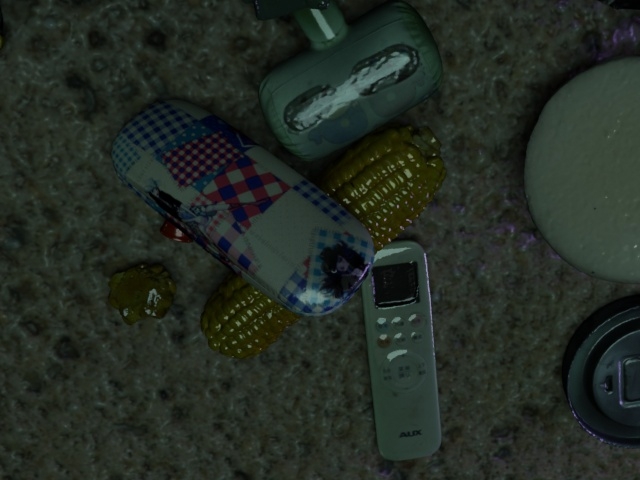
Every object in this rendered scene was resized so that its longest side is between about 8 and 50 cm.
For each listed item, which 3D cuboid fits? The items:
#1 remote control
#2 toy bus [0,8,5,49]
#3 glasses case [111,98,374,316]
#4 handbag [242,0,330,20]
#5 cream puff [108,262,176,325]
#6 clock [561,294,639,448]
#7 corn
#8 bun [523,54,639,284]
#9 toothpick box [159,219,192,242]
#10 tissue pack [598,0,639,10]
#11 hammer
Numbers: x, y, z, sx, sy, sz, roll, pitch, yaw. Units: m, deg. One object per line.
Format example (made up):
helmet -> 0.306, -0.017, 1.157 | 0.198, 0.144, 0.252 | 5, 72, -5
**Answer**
remote control -> 0.102, 0.141, 1.348 | 0.090, 0.038, 0.309 | -7, 112, -2
toy bus -> -0.437, -0.320, 1.058 | 0.145, 0.151, 0.331 | -14, 111, -2
glasses case -> -0.087, -0.042, 1.156 | 0.327, 0.076, 0.125 | 37, 66, 17
handbag -> 0.024, -0.352, 0.997 | 0.247, 0.079, 0.260 | -22, 132, -13
cream puff -> -0.213, 0.065, 1.284 | 0.083, 0.083, 0.058 | -51, 152, 3
clock -> 0.422, 0.171, 1.385 | 0.215, 0.042, 0.215 | -2, 112, -4
corn -> 0.000, 0.000, 1.239 | 0.363, 0.120, 0.120 | -43, 109, 10
bun -> 0.379, -0.079, 1.228 | 0.263, 0.175, 0.263 | 0, 89, 26
toothpick box -> -0.158, -0.044, 1.248 | 0.047, 0.047, 0.083 | 13, 109, -10
tissue pack -> 0.463, -0.338, 1.103 | 0.370, 0.198, 0.210 | 2, 107, -6
hammer -> -0.020, -0.265, 1.145 | 0.206, 0.119, 0.335 | -29, 104, 5
